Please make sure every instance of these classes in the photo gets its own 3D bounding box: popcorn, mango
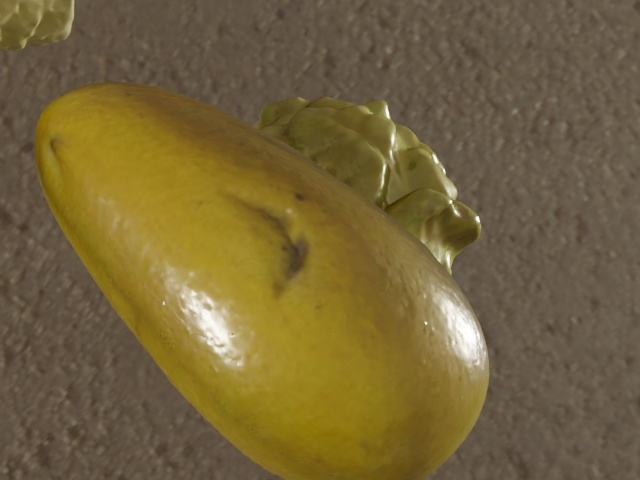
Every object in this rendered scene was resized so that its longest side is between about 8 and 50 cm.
[{"bbox_3d":[-0.005,0.010,0.969,0.217,0.235,0.181,-63,149,-25],"label":"popcorn"},{"bbox_3d":[-0.024,0.010,0.486,0.195,0.137,0.098,43,95,4],"label":"mango"}]

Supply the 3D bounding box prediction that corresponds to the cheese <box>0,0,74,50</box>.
[{"bbox_3d":[-0.268,-0.192,0.958,0.167,0.094,0.123,-15,92,-37],"label":"cheese"}]
